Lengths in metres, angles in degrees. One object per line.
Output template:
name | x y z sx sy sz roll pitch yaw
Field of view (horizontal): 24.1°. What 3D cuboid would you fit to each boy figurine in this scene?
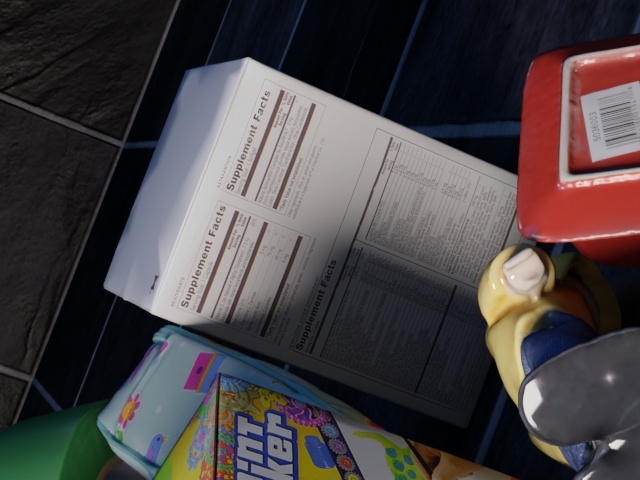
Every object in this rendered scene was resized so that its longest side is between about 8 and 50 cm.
boy figurine | 0.151 0.077 0.861 0.092 0.177 0.285 -29 7 7

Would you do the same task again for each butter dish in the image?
butter dish | 0.205 -0.040 0.886 0.160 0.118 0.160 -7 49 19

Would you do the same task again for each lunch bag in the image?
lunch bag | -0.013 0.166 1.031 0.279 0.224 0.108 18 73 55

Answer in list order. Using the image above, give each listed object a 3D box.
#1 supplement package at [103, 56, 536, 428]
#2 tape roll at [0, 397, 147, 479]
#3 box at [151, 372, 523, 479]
supplement package | 0.000 0.000 1.176 0.198 0.263 0.199 -69 18 -3
tape roll | -0.151 0.279 1.099 0.077 0.321 0.321 -15 39 13
box | 0.004 0.267 0.825 0.290 0.279 0.177 -58 20 31
